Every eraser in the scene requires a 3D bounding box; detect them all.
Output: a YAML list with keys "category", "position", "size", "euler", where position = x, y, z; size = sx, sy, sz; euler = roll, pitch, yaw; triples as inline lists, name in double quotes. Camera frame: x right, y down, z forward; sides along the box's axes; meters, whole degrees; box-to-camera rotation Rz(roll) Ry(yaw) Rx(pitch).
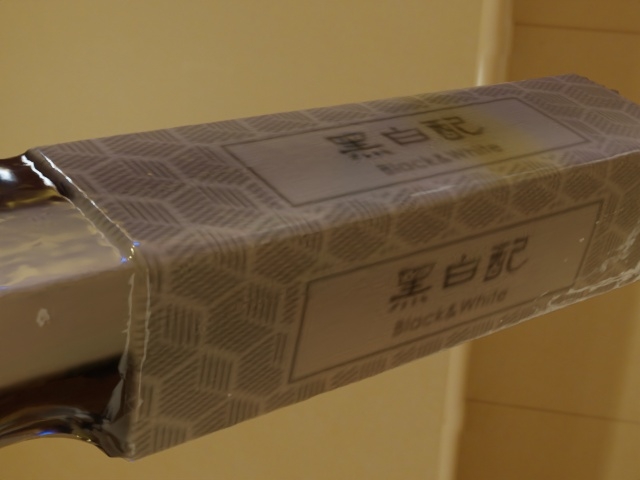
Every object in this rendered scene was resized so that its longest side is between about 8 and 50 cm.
- category: "eraser"
  position: [0.000, 0.000, 0.460]
  size: [0.404, 0.098, 0.096]
  euler: [-13, -52, -36]
